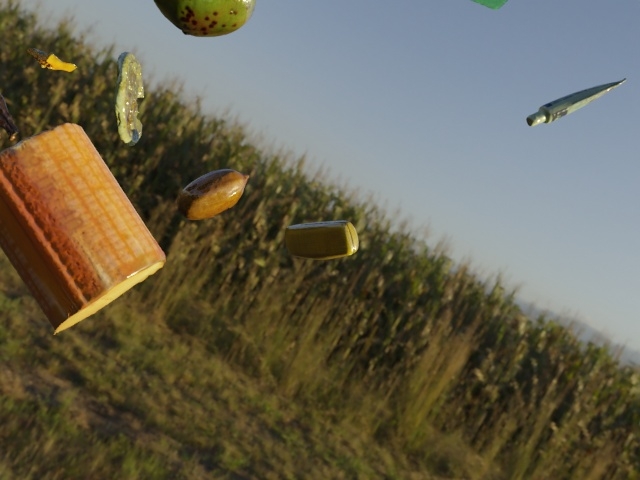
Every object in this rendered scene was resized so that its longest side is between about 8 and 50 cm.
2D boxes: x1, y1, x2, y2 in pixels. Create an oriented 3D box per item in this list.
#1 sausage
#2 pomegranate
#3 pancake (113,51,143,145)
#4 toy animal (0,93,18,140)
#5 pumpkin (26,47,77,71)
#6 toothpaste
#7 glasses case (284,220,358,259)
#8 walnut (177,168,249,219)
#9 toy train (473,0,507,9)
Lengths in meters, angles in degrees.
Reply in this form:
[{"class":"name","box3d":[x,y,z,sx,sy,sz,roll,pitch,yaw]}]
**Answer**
[{"class":"sausage","box3d":[-0.435,-0.023,1.431,0.287,0.233,0.233,57,-1,-1]},{"class":"pomegranate","box3d":[-0.202,-0.485,1.482,0.202,0.248,0.202,19,23,-8]},{"class":"pancake","box3d":[-0.491,-0.365,2.133,0.037,0.253,0.253,1,0,-1]},{"class":"toy animal","box3d":[-0.752,-0.300,1.740,0.230,0.066,0.224,55,17,-6]},{"class":"pumpkin","box3d":[-0.608,-0.401,1.861,0.101,0.035,0.073,20,2,34]},{"class":"toothpaste","box3d":[0.493,-0.270,1.609,0.037,0.216,0.062,68,-15,-11]},{"class":"glasses case","box3d":[0.000,0.000,1.774,0.064,0.079,0.234,-21,10,-33]},{"class":"walnut","box3d":[-0.276,-0.122,2.141,0.116,0.207,0.116,54,-15,21]},{"class":"toy train","box3d":[0.229,-0.506,1.354,0.194,0.120,0.298,19,44,-9]}]
